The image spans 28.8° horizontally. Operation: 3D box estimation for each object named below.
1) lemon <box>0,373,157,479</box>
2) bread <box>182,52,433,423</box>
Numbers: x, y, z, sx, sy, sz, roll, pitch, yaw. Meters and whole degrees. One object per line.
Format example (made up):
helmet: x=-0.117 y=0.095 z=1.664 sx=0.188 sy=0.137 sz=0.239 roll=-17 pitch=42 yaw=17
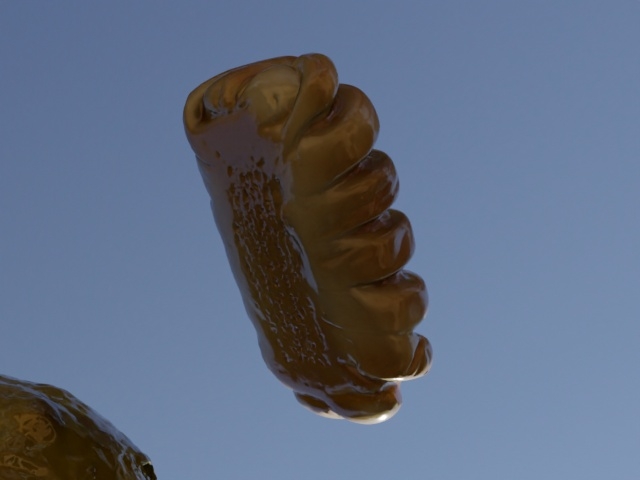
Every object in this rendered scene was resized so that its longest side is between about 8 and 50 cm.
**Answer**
lemon: x=-0.296 y=0.272 z=0.973 sx=0.387 sy=0.350 sz=0.350 roll=4 pitch=-102 yaw=14
bread: x=0.000 y=0.000 z=1.014 sx=0.121 sy=0.173 sz=0.311 roll=-33 pitch=-64 yaw=-39
